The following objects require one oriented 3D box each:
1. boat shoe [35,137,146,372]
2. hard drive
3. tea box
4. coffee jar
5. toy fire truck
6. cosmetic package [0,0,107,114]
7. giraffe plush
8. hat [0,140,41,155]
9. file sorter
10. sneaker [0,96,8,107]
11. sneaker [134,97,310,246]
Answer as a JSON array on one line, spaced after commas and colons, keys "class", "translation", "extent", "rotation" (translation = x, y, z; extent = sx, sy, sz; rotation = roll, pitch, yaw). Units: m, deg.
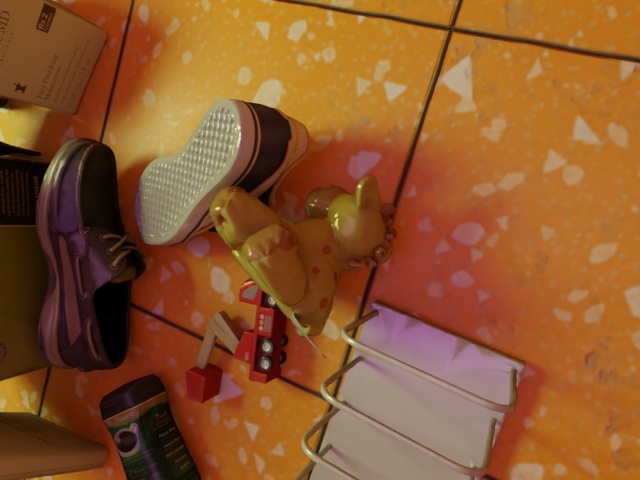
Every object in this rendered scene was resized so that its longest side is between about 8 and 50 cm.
[{"class": "boat shoe", "translation": [-0.328, 0.029, 0.741], "extent": [0.130, 0.132, 0.356], "rotation": [10, 104, 11]}, {"class": "hard drive", "translation": [-0.488, 0.291, 0.704], "extent": [0.202, 0.307, 0.040], "rotation": [12, 75, 21]}, {"class": "tea box", "translation": [-0.564, 0.040, 0.714], "extent": [0.219, 0.323, 0.330], "rotation": [0, 91, 24]}, {"class": "coffee jar", "translation": [-0.255, 0.299, 0.731], "extent": [0.096, 0.079, 0.185], "rotation": [-27, 82, 22]}, {"class": "toy fire truck", "translation": [-0.115, 0.138, 0.688], "extent": [0.135, 0.047, 0.192], "rotation": [8, 94, 22]}, {"class": "cosmetic package", "translation": [-0.466, -0.307, 0.742], "extent": [0.151, 0.183, 0.151], "rotation": [33, 103, 18]}, {"class": "giraffe plush", "translation": [0.000, 0.000, 0.571], "extent": [0.170, 0.181, 0.210], "rotation": [-39, 79, -13]}, {"class": "hat", "translation": [-0.600, -0.192, 0.717], "extent": [0.330, 0.331, 0.134], "rotation": [-1, 93, 22]}, {"class": "file sorter", "translation": [0.081, 0.241, 0.547], "extent": [0.192, 0.173, 0.278], "rotation": [21, 100, 20]}, {"class": "sneaker", "translation": [-0.648, -0.355, 0.852], "extent": [0.313, 0.116, 0.136], "rotation": [41, 101, 14]}, {"class": "sneaker", "translation": [-0.140, -0.073, 0.662], "extent": [0.321, 0.127, 0.126], "rotation": [-23, 76, 45]}]
